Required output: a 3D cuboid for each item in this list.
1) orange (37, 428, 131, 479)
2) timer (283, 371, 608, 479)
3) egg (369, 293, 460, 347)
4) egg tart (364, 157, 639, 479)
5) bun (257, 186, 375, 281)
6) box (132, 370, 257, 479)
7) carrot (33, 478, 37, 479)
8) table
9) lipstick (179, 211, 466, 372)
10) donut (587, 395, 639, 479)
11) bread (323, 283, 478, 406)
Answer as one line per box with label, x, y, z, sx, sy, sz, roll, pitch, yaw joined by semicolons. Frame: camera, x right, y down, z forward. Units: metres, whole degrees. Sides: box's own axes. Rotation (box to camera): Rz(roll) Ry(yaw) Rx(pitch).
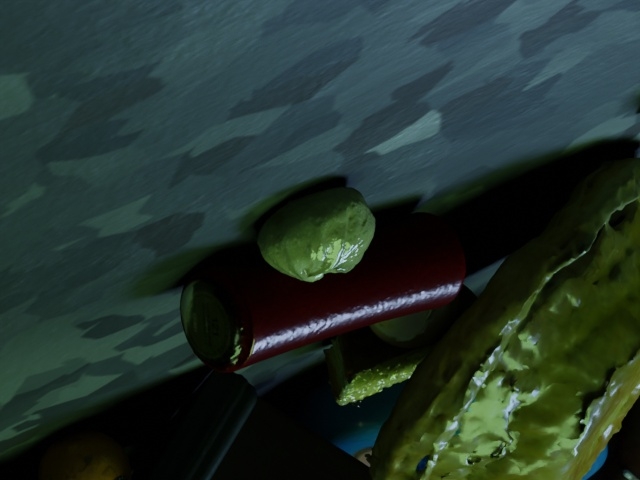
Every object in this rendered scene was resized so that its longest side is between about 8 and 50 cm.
orange;-0.202;0.202;1.686;0.083;0.083;0.083;-26;167;-6
timer;0.117;0.217;2.100;0.340;0.115;0.309;5;155;-16
egg;0.077;0.050;1.652;0.080;0.080;0.096;-30;179;14
egg tart;0.202;0.102;1.728;0.388;0.169;0.388;-50;167;-16
bun;0.000;0.000;1.352;0.086;0.055;0.086;-25;166;-6
box;-0.138;0.215;1.762;0.160;0.050;0.230;-59;-176;-31
carrot;-0.346;0.300;1.818;0.298;0.078;0.078;-26;168;9
table;-0.068;0.280;1.945;0.172;0.169;0.193;-59;-174;-28
lipstick;0.006;0.035;1.451;0.241;0.080;0.080;-15;162;-43
donut;0.305;0.199;2.300;0.136;0.259;0.345;15;167;-29
bread;0.074;0.098;1.867;0.187;0.065;0.103;-23;165;-35
